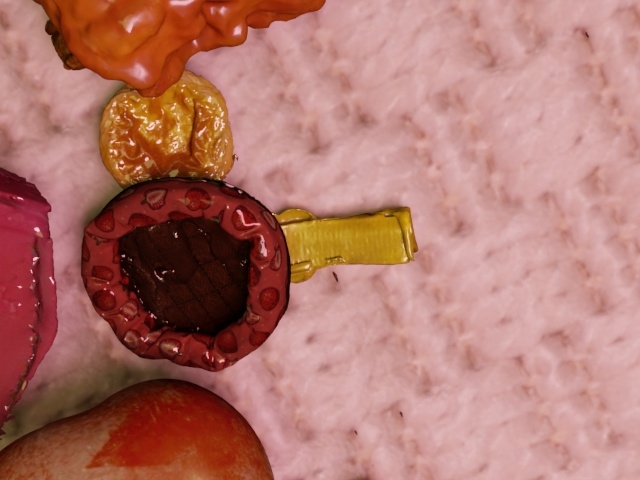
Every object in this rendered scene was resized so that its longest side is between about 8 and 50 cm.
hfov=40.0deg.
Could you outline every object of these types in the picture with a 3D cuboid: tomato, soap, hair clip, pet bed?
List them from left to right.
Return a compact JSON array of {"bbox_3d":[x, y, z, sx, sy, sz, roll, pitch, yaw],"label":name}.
[{"bbox_3d":[-0.334,0.073,0.761,0.182,0.112,0.289,23,104,-37],"label":"soap"},{"bbox_3d":[-0.155,0.256,0.729,0.270,0.270,0.223,-35,71,7],"label":"tomato"},{"bbox_3d":[-0.120,0.032,0.786,0.201,0.053,0.201,7,121,12],"label":"pet bed"},{"bbox_3d":[0.000,0.000,0.803,0.173,0.046,0.072,-9,95,13],"label":"hair clip"}]

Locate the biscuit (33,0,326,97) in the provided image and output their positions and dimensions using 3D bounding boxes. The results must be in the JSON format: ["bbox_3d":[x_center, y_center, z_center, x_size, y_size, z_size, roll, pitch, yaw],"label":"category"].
[{"bbox_3d":[-0.117,-0.306,0.702,0.312,0.110,0.318,-31,86,-16],"label":"biscuit"}]

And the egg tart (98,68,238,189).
[{"bbox_3d":[-0.134,-0.091,0.797,0.130,0.052,0.131,0,96,4],"label":"egg tart"}]

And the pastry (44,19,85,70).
[{"bbox_3d":[-0.187,-0.188,0.765,0.109,0.097,0.057,-13,107,47],"label":"pastry"}]
